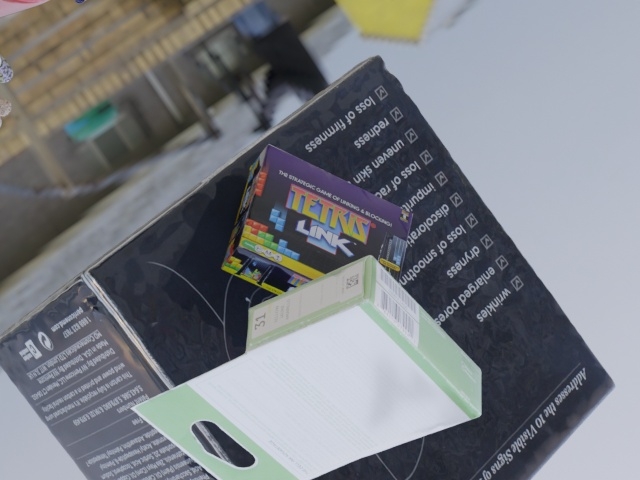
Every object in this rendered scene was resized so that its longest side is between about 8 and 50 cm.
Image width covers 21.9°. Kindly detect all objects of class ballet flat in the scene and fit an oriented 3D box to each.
[{"bbox_3d":[-0.461,-0.253,2.215,0.041,0.114,0.041,-50,-168,15],"label":"ballet flat"}]

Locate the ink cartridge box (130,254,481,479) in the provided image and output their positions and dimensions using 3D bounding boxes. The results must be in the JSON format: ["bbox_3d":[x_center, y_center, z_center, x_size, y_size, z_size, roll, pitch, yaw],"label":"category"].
[{"bbox_3d":[-0.010,0.120,1.345,0.235,0.171,0.056,-24,-139,26],"label":"ink cartridge box"}]

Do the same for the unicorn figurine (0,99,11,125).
[{"bbox_3d":[-0.399,-0.115,1.787,0.161,0.060,0.111,-10,-162,20],"label":"unicorn figurine"}]

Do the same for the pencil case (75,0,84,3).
[{"bbox_3d":[-0.172,-0.306,1.512,0.206,0.086,0.088,-31,-175,24],"label":"pencil case"}]

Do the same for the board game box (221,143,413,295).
[{"bbox_3d":[0.000,0.000,1.636,0.048,0.170,0.141,-50,-159,48],"label":"board game box"}]

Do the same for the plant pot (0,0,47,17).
[{"bbox_3d":[-0.449,-0.343,1.846,0.243,0.275,0.275,-21,-165,29],"label":"plant pot"}]

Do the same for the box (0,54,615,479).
[{"bbox_3d":[-0.012,0.138,1.823,0.480,0.472,0.297,-39,-176,-36],"label":"box"}]
